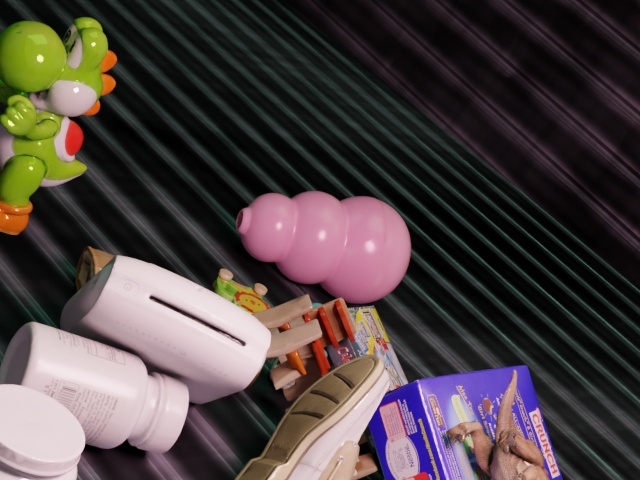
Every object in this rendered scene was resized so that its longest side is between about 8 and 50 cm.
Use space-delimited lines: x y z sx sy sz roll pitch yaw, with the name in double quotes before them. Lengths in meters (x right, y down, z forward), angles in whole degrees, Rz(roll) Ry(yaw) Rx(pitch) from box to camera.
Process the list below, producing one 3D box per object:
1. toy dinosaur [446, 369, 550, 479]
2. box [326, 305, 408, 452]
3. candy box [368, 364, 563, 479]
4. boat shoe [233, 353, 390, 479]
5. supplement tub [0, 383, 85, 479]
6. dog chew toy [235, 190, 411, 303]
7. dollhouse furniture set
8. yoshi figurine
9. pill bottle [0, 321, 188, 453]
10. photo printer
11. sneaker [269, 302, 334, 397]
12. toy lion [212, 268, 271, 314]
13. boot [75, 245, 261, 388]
"toy dinosaur" 0.286 0.343 1.891 0.200 0.127 0.296 23 50 -45
"box" 0.085 0.221 2.199 0.159 0.044 0.233 2 62 -64
"candy box" 0.231 0.339 2.032 0.317 0.122 0.268 1 68 -51
"boat shoe" -0.006 0.286 1.803 0.103 0.302 0.113 49 -15 -22
"supplement tub" -0.348 0.268 1.440 0.144 0.200 0.144 27 22 -12
"dog chew toy" 0.000 0.000 2.551 0.331 0.207 0.207 13 26 -20
"dollhouse furniture set" 0.003 0.191 1.994 0.259 0.135 0.262 -112 180 -62
"yoshi figurine" -0.469 -0.201 2.105 0.203 0.362 0.203 38 22 14
"pill bottle" -0.296 0.200 1.763 0.229 0.131 0.131 21 23 -26
"photo printer" -0.214 0.126 1.854 0.256 0.107 0.307 28 -20 -13
"sneaker" -0.005 0.169 2.265 0.107 0.110 0.275 30 20 -5
"toy lion" -0.123 0.095 2.156 0.100 0.034 0.096 24 22 -13
"boot" -0.236 0.122 2.092 0.269 0.089 0.236 20 17 -27
